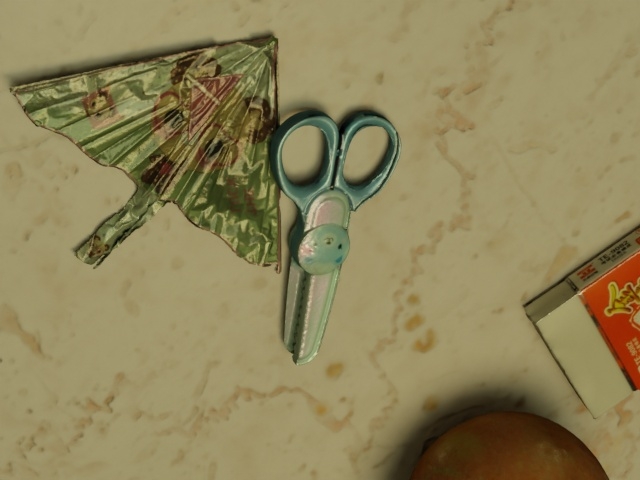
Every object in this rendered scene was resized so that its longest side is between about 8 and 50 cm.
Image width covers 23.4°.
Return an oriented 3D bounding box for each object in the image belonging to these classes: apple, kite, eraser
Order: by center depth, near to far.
[{"bbox_3d":[-0.126,-0.079,1.371,0.323,0.013,0.268,33,102,-32],"label":"kite"},{"bbox_3d":[0.194,0.299,1.570,0.253,0.253,0.253,-8,119,-15],"label":"apple"},{"bbox_3d":[0.339,0.064,1.591,0.230,0.038,0.157,-35,122,1],"label":"eraser"}]

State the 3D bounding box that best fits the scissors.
[{"bbox_3d":[0.000,0.000,1.444,0.125,0.030,0.256,-2,117,-25],"label":"scissors"}]
